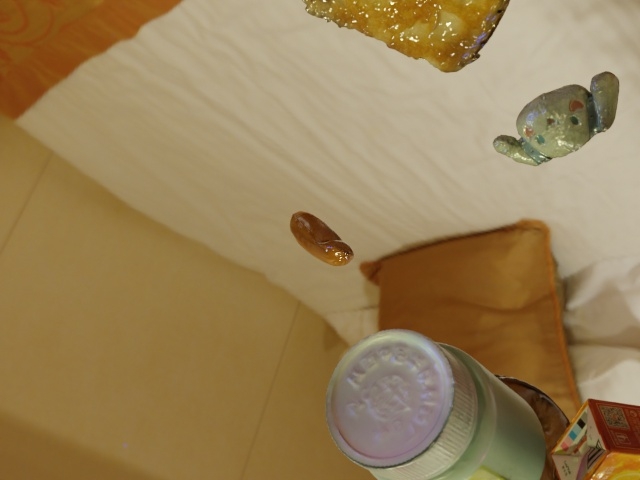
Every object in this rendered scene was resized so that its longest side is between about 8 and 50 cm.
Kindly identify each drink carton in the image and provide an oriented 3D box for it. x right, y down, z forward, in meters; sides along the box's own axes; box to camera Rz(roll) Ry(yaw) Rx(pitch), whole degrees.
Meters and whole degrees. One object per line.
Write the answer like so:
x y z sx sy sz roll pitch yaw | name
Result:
0.358 0.227 0.850 0.223 0.071 0.096 11 126 -13 | drink carton

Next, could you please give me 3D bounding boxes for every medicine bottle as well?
0.112 0.173 0.777 0.139 0.139 0.225 0 156 33 | medicine bottle

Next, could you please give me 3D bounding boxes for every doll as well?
0.371 -0.184 1.310 0.214 0.071 0.103 -29 92 28 | doll

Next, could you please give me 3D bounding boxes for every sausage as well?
0.000 0.000 1.286 0.062 0.054 0.183 13 -165 -33 | sausage

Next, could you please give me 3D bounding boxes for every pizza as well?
0.089 -0.297 0.821 0.223 0.089 0.323 6 147 6 | pizza

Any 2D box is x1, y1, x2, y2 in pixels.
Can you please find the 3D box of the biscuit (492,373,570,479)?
0.223 0.268 1.008 0.220 0.220 0.066 29 151 -22 | biscuit
